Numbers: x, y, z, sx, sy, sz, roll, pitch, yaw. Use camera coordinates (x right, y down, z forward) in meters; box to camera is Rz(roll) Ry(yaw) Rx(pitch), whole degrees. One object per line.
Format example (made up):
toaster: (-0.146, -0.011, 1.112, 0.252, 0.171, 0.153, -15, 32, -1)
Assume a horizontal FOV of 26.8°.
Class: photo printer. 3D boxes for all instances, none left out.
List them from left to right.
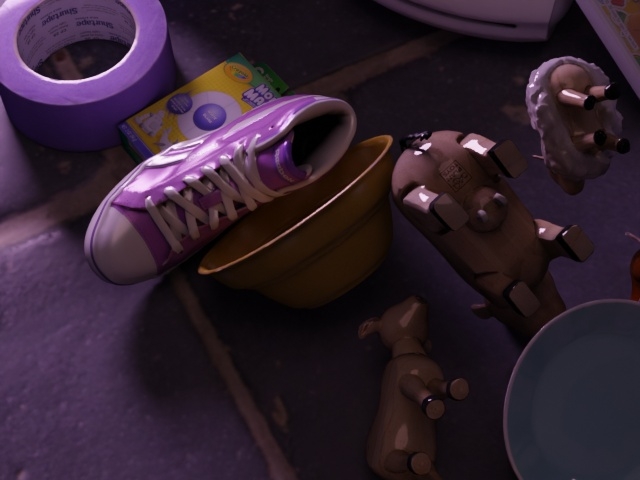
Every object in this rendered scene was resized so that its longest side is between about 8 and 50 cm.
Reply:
photo printer: (0.181, -0.357, 1.483, 0.256, 0.107, 0.307, 18, 60, 12)

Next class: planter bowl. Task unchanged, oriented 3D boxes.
planter bowl: (0.000, 0.000, 1.244, 0.217, 0.217, 0.090, -39, 101, -20)

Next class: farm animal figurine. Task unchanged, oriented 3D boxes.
farm animal figurine: (0.149, 0.041, 1.182, 0.330, 0.172, 0.326, -26, 102, -14)

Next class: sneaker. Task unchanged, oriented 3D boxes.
sneaker: (-0.091, -0.055, 1.255, 0.282, 0.161, 0.102, -38, 105, -15)

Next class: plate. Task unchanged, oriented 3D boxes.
plate: (0.233, 0.140, 1.113, 0.188, 0.024, 0.188, -1, 95, -17)

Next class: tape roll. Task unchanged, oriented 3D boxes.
tape roll: (-0.249, -0.191, 1.413, 0.189, 0.080, 0.189, -1, 57, 1)

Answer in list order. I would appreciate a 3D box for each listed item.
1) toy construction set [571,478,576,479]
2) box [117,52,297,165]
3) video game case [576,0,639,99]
toy construction set: (0.109, 0.279, 1.003, 0.328, 0.215, 0.151, -33, 65, -5)
box: (-0.105, -0.120, 1.383, 0.179, 0.043, 0.105, -33, 62, -19)
video game case: (0.368, -0.259, 1.396, 0.206, 0.026, 0.227, -32, 88, -21)
